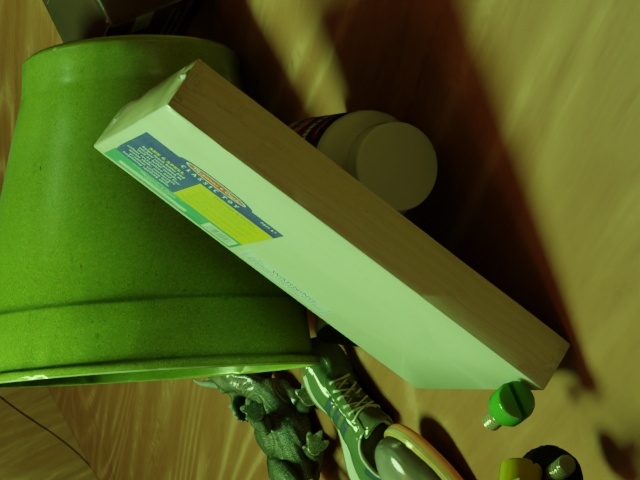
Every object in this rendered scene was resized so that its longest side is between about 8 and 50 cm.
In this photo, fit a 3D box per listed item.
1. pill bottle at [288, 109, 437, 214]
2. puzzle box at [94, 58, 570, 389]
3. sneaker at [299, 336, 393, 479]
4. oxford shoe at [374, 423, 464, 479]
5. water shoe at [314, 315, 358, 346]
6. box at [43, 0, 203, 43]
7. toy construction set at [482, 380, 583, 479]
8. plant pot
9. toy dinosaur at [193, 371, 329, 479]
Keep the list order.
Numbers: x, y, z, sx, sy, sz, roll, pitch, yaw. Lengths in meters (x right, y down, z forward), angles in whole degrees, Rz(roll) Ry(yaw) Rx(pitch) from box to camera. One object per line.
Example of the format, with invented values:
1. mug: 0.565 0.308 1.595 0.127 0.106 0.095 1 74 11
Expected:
1. pill bottle: 0.030 -0.065 1.524 0.193 0.108 0.108 2 115 67
2. puzzle box: 0.000 0.000 1.472 0.409 0.052 0.272 37 165 -15
3. sneaker: 0.046 0.194 1.852 0.086 0.064 0.192 -13 101 61
4. oxford shoe: 0.128 0.372 1.740 0.364 0.132 0.130 66 160 -1
5. water shoe: 0.034 0.051 1.728 0.203 0.073 0.080 95 -179 -68
6. box: -0.279 -0.395 1.863 0.381 0.143 0.191 65 159 5
7. toy construction set: 0.192 0.265 1.260 0.257 0.309 0.237 41 147 3
8. plant pot: -0.195 -0.028 1.778 0.366 0.366 0.353 158 109 -69
9. toy dinosaur: -0.040 0.258 2.091 0.313 0.121 0.160 59 171 3
